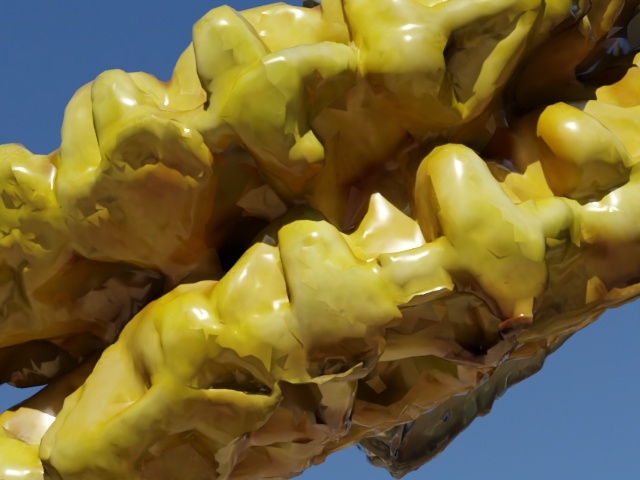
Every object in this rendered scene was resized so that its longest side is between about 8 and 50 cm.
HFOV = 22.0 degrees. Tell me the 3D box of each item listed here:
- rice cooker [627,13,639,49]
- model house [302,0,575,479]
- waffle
[{"bbox_3d":[0.260,-0.176,1.053,0.325,0.335,0.335,24,-31,23],"label":"rice cooker"},{"bbox_3d":[0.076,-0.053,1.712,0.445,0.400,0.395,-36,-27,-38],"label":"model house"},{"bbox_3d":[0.000,0.000,0.591,0.324,0.151,0.261,-35,-3,23],"label":"waffle"}]
